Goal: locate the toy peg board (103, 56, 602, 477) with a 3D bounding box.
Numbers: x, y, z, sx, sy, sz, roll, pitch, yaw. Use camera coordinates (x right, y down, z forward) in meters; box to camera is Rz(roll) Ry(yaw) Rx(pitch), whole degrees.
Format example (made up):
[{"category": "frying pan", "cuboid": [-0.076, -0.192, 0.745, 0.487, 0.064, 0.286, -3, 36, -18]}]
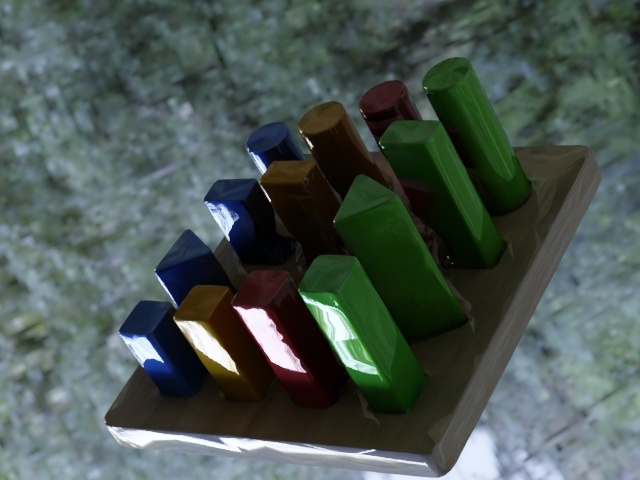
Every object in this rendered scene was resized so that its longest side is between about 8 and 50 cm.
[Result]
[{"category": "toy peg board", "cuboid": [0.000, 0.000, 0.714, 0.161, 0.161, 0.079, 1, 134, 37]}]
